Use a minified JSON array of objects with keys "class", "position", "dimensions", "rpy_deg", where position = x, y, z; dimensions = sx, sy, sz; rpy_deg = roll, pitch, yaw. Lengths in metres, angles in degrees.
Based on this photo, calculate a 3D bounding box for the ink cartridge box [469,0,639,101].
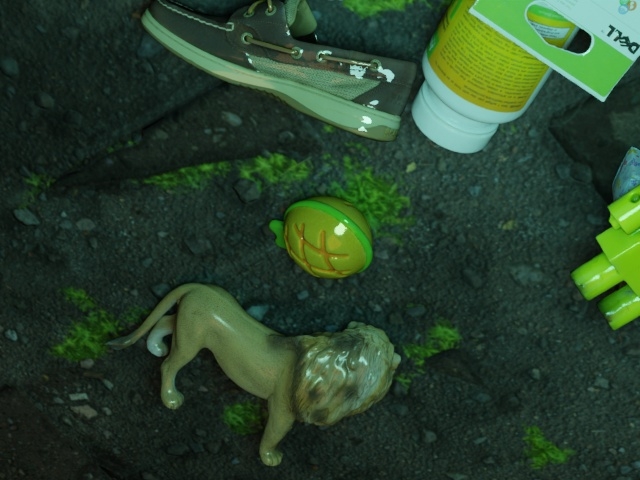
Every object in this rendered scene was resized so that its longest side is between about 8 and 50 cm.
[{"class":"ink cartridge box","position":[0.286,-0.302,1.454],"dimensions":[0.189,0.097,0.255],"rpy_deg":[30,109,-19]}]

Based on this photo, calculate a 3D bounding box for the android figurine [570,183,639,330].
[{"class":"android figurine","position":[0.436,0.000,1.702],"dimensions":[0.273,0.056,0.248],"rpy_deg":[-36,136,14]}]

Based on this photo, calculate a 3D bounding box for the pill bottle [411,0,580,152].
[{"class":"pill bottle","position":[0.196,-0.218,1.598],"dimensions":[0.136,0.136,0.246],"rpy_deg":[26,131,-4]}]

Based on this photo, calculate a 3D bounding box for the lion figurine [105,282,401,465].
[{"class":"lion figurine","position":[-0.098,0.156,2.001],"dimensions":[0.392,0.142,0.240],"rpy_deg":[25,124,1]}]

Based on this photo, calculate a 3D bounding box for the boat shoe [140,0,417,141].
[{"class":"boat shoe","position":[-0.046,-0.232,1.683],"dimensions":[0.342,0.123,0.123],"rpy_deg":[26,103,17]}]

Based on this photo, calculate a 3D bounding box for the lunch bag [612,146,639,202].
[{"class":"lunch bag","position":[0.378,-0.057,1.719],"dimensions":[0.053,0.071,0.083],"rpy_deg":[19,128,-3]}]

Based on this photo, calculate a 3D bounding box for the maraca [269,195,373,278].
[{"class":"maraca","position":[0.000,0.000,1.871],"dimensions":[0.127,0.099,0.185],"rpy_deg":[48,152,-12]}]
